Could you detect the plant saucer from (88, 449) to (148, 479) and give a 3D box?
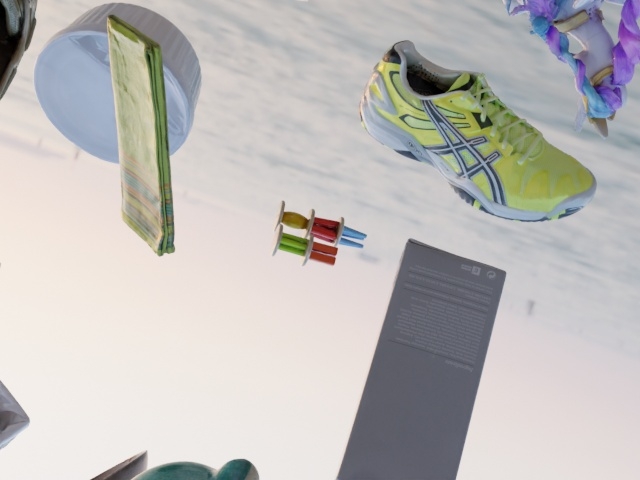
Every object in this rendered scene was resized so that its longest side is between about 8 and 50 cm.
[{"bbox_3d":[-0.356,0.377,1.612,0.050,0.310,0.310,59,-179,2],"label":"plant saucer"}]

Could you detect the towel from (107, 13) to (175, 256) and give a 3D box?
[{"bbox_3d":[-0.187,-0.104,1.244,0.021,0.237,0.102,-21,-142,-31],"label":"towel"}]

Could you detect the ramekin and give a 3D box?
[{"bbox_3d":[-0.317,-0.262,1.972,0.273,0.127,0.273,12,136,12],"label":"ramekin"}]

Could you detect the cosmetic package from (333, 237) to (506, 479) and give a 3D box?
[{"bbox_3d":[0.083,0.137,1.064,0.107,0.238,0.127,19,149,5],"label":"cosmetic package"}]

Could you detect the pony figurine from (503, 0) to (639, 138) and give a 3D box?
[{"bbox_3d":[0.382,-0.361,1.596,0.303,0.363,0.351,-8,155,-37],"label":"pony figurine"}]

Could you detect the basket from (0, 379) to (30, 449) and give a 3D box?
[{"bbox_3d":[-0.555,0.266,1.896,0.167,0.113,0.103,51,139,7],"label":"basket"}]

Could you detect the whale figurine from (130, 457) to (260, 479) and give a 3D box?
[{"bbox_3d":[-0.144,0.304,1.219,0.141,0.216,0.272,34,165,-8],"label":"whale figurine"}]

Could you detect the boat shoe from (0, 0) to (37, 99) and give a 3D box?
[{"bbox_3d":[-0.338,-0.238,1.251,0.109,0.302,0.098,29,144,-31],"label":"boat shoe"}]

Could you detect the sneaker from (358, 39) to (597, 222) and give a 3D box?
[{"bbox_3d":[0.229,-0.157,1.788,0.385,0.145,0.147,28,141,13],"label":"sneaker"}]

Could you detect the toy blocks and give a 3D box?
[{"bbox_3d":[0.000,0.000,1.902,0.148,0.054,0.123,16,-147,-9],"label":"toy blocks"}]
